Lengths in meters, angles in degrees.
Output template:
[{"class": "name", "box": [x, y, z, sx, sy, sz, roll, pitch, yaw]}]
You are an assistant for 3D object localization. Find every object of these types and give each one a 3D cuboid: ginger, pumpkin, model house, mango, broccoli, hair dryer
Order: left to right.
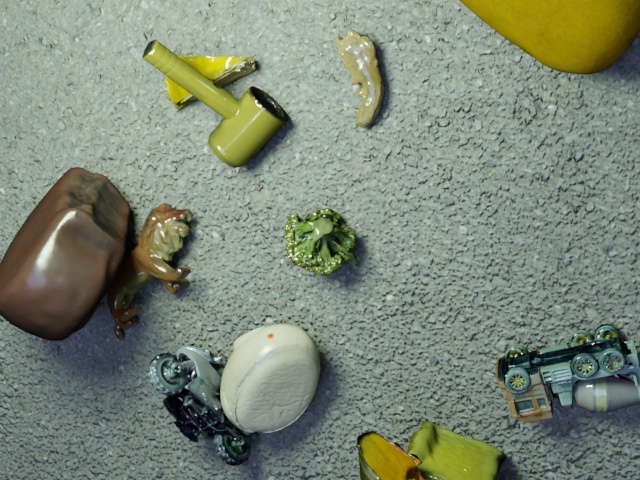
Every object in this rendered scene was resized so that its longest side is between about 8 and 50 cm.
[{"class": "hair dryer", "box": [-0.206, -0.253, 1.665, 0.279, 0.090, 0.135, 35, 113, -28]}, {"class": "broccoli", "box": [0.000, 0.000, 1.685, 0.130, 0.120, 0.131, -4, 63, -6]}, {"class": "ginger", "box": [0.075, -0.289, 1.648, 0.069, 0.051, 0.173, -10, 94, 22]}, {"class": "pumpkin", "box": [0.158, 0.457, 1.480, 0.312, 0.169, 0.148, 30, 107, 13]}, {"class": "model house", "box": [0.205, 0.477, 1.662, 0.175, 0.193, 0.234, 23, 108, 12]}, {"class": "mango", "box": [0.337, -0.461, 1.446, 0.300, 0.232, 0.445, -36, 93, 16]}]

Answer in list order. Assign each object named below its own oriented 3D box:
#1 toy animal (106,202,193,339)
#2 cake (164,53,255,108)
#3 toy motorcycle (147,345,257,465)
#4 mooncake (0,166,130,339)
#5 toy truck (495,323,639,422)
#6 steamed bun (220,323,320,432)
[{"class": "toy animal", "box": [-0.351, 0.054, 1.829, 0.312, 0.097, 0.157, -37, 75, 22]}, {"class": "cake", "box": [-0.215, -0.293, 1.726, 0.185, 0.080, 0.116, 10, 99, 11]}, {"class": "toy motorcycle", "box": [-0.220, 0.308, 1.806, 0.106, 0.159, 0.270, -34, 104, 29]}, {"class": "mooncake", "box": [-0.473, 0.024, 1.746, 0.174, 0.326, 0.334, 36, 72, -21]}, {"class": "toy truck", "box": [0.441, 0.241, 1.594, 0.257, 0.108, 0.140, -16, 108, 17]}, {"class": "steamed bun", "box": [-0.097, 0.246, 1.739, 0.130, 0.177, 0.228, 59, 134, 48]}]
